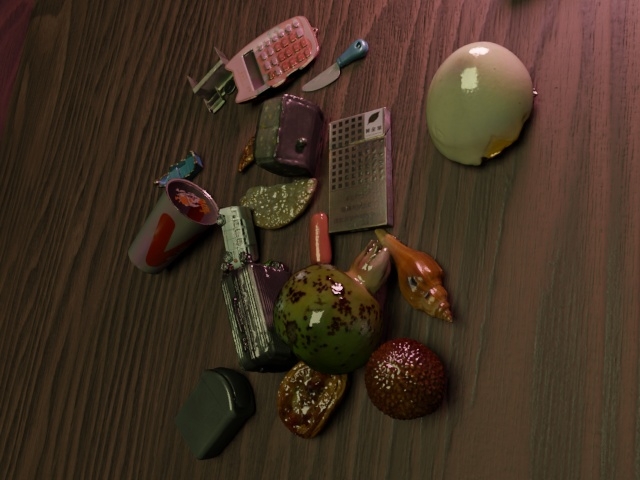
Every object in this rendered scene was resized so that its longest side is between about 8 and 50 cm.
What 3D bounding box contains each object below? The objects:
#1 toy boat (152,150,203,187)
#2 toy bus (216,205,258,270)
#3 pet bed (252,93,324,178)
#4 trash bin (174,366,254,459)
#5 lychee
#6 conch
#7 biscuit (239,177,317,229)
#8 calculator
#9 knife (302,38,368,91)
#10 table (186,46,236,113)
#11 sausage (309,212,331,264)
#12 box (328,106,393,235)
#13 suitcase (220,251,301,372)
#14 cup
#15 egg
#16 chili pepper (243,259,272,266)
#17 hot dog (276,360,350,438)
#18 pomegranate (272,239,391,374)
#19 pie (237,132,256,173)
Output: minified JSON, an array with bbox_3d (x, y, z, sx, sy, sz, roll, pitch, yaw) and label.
[{"bbox_3d":[-0.483,-0.232,1.965,0.185,0.077,0.075,-31,63,24],"label":"toy boat"},{"bbox_3d":[-0.239,-0.010,1.721,0.089,0.087,0.194,-13,85,26],"label":"toy bus"},{"bbox_3d":[-0.077,-0.293,1.640,0.159,0.183,0.211,3,79,39],"label":"pet bed"},{"bbox_3d":[-0.297,0.478,1.649,0.177,0.101,0.236,45,107,32],"label":"trash bin"},{"bbox_3d":[0.185,0.309,1.313,0.194,0.194,0.194,-9,73,32],"label":"lychee"},{"bbox_3d":[0.218,0.074,1.402,0.109,0.093,0.330,-50,55,22],"label":"conch"},{"bbox_3d":[-0.130,-0.101,1.716,0.290,0.038,0.141,-4,76,35],"label":"biscuit"},{"bbox_3d":[-0.144,-0.569,1.835,0.330,0.048,0.220,-28,62,19],"label":"calculator"},{"bbox_3d":[0.041,-0.502,1.713,0.244,0.032,0.058,-33,70,28],"label":"knife"},{"bbox_3d":[-0.362,-0.543,1.974,0.146,0.062,0.175,-41,56,19],"label":"table"},{"bbox_3d":[0.000,0.000,1.588,0.062,0.062,0.154,-11,72,32],"label":"sausage"},{"bbox_3d":[0.106,-0.184,1.573,0.180,0.047,0.325,-8,74,32],"label":"box"},{"bbox_3d":[-0.147,0.195,1.552,0.128,0.202,0.312,-28,63,26],"label":"suitcase"},{"bbox_3d":[-0.481,-0.031,1.860,0.288,0.203,0.203,-44,58,24],"label":"cup"},{"bbox_3d":[0.348,-0.333,1.370,0.264,0.174,0.286,27,97,39],"label":"egg"},{"bbox_3d":[-0.183,0.076,1.689,0.030,0.091,0.034,-125,31,-52],"label":"chili pepper"},{"bbox_3d":[-0.023,0.398,1.483,0.160,0.099,0.227,30,98,30],"label":"hot dog"},{"bbox_3d":[0.051,0.145,1.401,0.340,0.285,0.285,-48,55,-5],"label":"pomegranate"},{"bbox_3d":[-0.197,-0.294,1.815,0.191,0.033,0.088,-39,53,27],"label":"pie"}]
